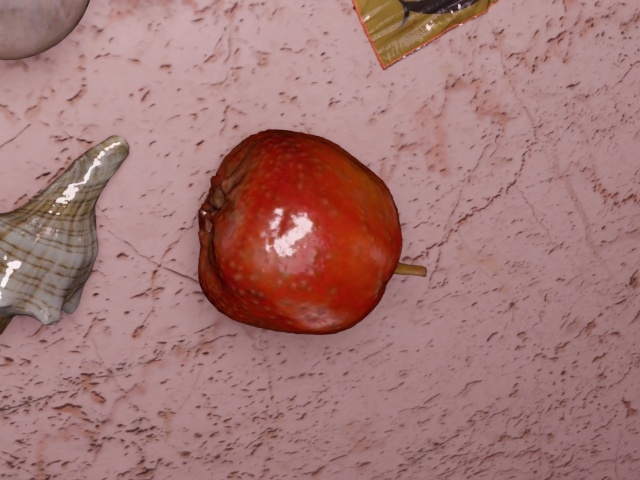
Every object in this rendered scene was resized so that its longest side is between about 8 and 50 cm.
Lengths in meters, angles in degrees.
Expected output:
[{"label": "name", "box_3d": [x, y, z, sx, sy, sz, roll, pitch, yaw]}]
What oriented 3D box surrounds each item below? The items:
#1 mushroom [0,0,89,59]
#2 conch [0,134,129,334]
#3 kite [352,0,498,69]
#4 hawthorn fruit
[{"label": "mushroom", "box_3d": [-0.371, -0.301, 0.831, 0.244, 0.243, 0.243, -9, 120, -15]}, {"label": "conch", "box_3d": [-0.379, 0.033, 1.024, 0.386, 0.169, 0.203, -32, 149, 2]}, {"label": "kite", "box_3d": [0.133, -0.411, 1.042, 0.328, 0.013, 0.377, 15, 114, -25]}, {"label": "hawthorn fruit", "box_3d": [0.000, 0.000, 1.058, 0.330, 0.287, 0.287, 18, 111, -20]}]
